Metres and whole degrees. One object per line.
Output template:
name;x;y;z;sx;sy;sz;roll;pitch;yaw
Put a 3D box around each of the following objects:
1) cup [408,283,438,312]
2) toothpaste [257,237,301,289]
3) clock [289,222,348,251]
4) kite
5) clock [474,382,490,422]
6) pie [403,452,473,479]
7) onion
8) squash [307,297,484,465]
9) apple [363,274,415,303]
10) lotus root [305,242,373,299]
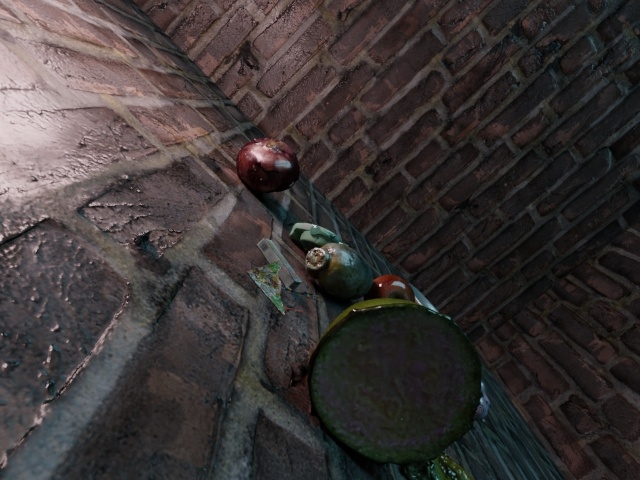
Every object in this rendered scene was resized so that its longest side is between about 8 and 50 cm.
cup;0.457;0.379;1.835;0.347;0.163;0.347;46;11;-11
toothpaste;-0.116;0.062;1.122;0.164;0.034;0.046;52;12;22
clock;0.000;0.000;1.441;0.159;0.065;0.211;34;-18;-36
kite;-0.082;0.123;1.013;0.244;0.006;0.198;27;30;-33
clock;0.569;0.586;1.584;0.253;0.189;0.189;63;14;11
pie;0.289;0.560;0.845;0.302;0.067;0.302;44;11;-10
onion;-0.204;-0.277;1.566;0.252;0.219;0.252;6;46;-6
squash;0.139;0.230;0.841;0.310;0.310;0.309;47;10;-4
apple;0.248;0.226;1.499;0.201;0.201;0.162;45;-13;-13
lotus root;0.088;0.113;1.368;0.350;0.175;0.175;31;20;-55
